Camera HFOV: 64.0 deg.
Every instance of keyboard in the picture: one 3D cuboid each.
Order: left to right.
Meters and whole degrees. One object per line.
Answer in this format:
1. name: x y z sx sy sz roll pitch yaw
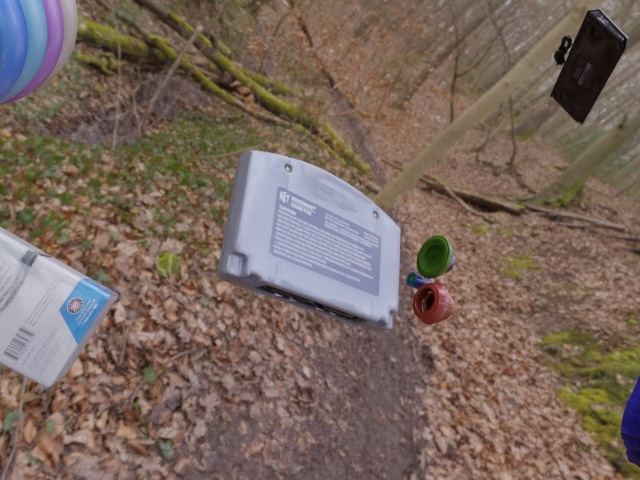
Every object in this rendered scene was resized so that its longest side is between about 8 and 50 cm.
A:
1. keyboard: 0.407 -0.273 0.798 0.108 0.023 0.180 60 -8 25

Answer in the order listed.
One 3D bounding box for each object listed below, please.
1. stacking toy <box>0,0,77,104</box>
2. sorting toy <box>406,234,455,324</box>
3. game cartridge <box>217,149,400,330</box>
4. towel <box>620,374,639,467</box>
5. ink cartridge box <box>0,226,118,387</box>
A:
1. stacking toy: -0.219 -0.102 0.257 0.141 0.141 0.330 35 16 -31
2. sorting toy: 0.134 0.048 0.584 0.042 0.061 0.102 22 73 -29
3. game cartridge: 0.000 0.000 0.719 0.294 0.060 0.196 25 64 -36
4. towel: 0.511 0.204 0.582 0.076 0.228 0.308 26 -7 -19
5. ink cartridge box: -0.639 0.134 1.098 0.307 0.223 0.129 32 -10 -8
